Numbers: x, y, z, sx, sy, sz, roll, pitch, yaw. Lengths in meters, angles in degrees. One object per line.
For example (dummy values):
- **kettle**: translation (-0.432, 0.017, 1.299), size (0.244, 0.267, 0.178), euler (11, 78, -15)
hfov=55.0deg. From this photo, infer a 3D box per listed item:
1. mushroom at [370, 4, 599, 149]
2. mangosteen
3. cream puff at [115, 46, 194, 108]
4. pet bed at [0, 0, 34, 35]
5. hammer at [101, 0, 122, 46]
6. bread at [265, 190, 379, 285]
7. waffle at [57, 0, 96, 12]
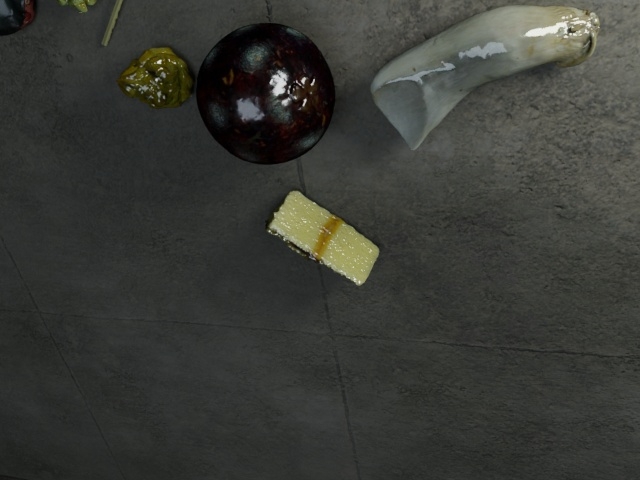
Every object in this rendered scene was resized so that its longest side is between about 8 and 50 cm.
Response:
- **mushroom**: translation (0.293, -0.326, 1.121), size (0.397, 0.126, 0.177), euler (-24, 123, 30)
- **mangosteen**: translation (-0.113, -0.282, 1.208), size (0.288, 0.288, 0.288), euler (9, 126, 13)
- **cream puff**: translation (-0.360, -0.345, 1.339), size (0.146, 0.116, 0.146), euler (10, 124, 16)
- **pet bed**: translation (-0.726, -0.551, 1.360), size (0.201, 0.053, 0.201), euler (10, 126, 14)
- **hammer**: translation (-0.440, -0.484, 1.310), size (0.028, 0.060, 0.195), euler (35, 132, -7)
- **bread**: translation (0.000, 0.000, 1.456), size (0.266, 0.142, 0.178), euler (36, 168, -9)
- **waffle**: translation (-0.530, -0.591, 1.263), size (0.208, 0.054, 0.214), euler (36, 122, -3)
